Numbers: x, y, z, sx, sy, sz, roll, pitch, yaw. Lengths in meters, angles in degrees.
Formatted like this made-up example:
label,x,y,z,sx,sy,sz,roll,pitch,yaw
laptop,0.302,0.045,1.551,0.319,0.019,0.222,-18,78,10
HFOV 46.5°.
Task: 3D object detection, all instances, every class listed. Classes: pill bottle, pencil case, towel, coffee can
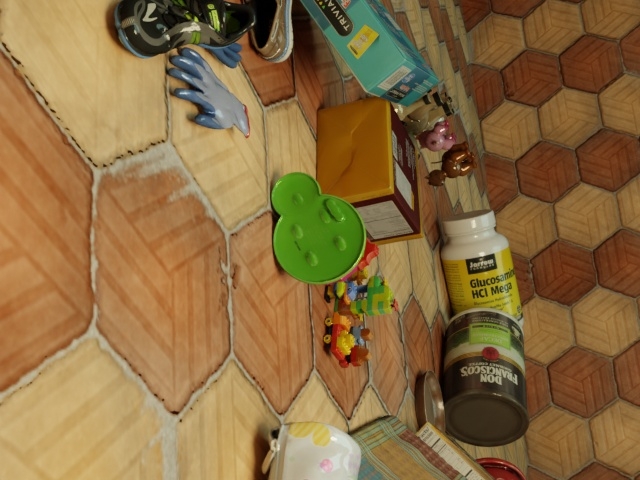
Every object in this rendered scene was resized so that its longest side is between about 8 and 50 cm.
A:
label,x,y,z,sx,sy,sz,roll,pitch,yaw
pill bottle,0.437,0.091,2.050,0.188,0.188,0.333,-33,111,-68
pencil case,-0.021,0.340,0.830,0.124,0.114,0.273,49,35,-39
towel,0.148,0.381,1.128,0.271,0.040,0.370,39,11,19
coffee can,0.397,0.329,1.812,0.275,0.202,0.201,-76,148,-49

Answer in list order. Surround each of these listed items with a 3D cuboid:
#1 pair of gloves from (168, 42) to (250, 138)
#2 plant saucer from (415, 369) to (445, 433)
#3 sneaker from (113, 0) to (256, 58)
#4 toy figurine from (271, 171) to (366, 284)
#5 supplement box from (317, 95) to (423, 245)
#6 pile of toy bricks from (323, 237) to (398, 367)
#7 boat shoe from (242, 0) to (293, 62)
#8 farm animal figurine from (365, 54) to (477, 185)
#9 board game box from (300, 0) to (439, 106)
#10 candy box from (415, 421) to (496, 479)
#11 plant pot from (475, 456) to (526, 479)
label,x,y,z,sx,sy,sz,roll,pitch,yaw
pair of gloves,-0.138,-0.222,0.918,0.159,0.023,0.198,25,53,-63
plant saucer,0.236,0.366,1.615,0.168,0.029,0.168,-11,90,-70
sneaker,-0.143,-0.240,0.806,0.188,0.078,0.067,-22,98,-50
toy figurine,0.000,0.000,1.101,0.173,0.130,0.159,60,0,18
supplement box,0.090,-0.116,1.316,0.194,0.129,0.191,47,37,-55
pile of toy bricks,0.075,0.101,1.206,0.118,0.105,0.212,57,30,-46
boat shoe,-0.078,-0.355,1.080,0.066,0.066,0.183,-6,86,-68
farm animal figurine,0.191,-0.267,1.634,0.330,0.172,0.326,43,29,-47
board game box,0.043,-0.381,1.210,0.336,0.079,0.254,55,19,8
candy box,0.308,0.491,1.398,0.316,0.087,0.183,41,-2,33
plant pot,0.389,0.599,1.681,0.174,0.191,0.191,-74,148,-59
